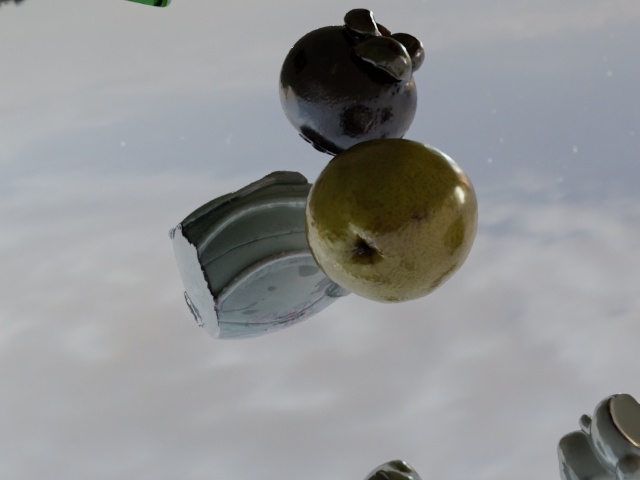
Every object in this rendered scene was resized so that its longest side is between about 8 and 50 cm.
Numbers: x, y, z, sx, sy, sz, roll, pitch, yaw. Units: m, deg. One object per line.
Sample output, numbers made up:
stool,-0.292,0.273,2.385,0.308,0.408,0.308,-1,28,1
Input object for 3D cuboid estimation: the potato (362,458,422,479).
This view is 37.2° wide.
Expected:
potato,0.131,0.480,1.637,0.160,0.178,0.235,13,-153,-11

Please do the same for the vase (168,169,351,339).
vase,0.000,0.000,1.509,0.445,0.250,0.250,-19,-160,-21

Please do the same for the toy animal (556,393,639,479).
toy animal,0.448,0.345,1.466,0.127,0.193,0.178,22,-153,-8

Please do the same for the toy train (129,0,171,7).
toy train,-0.289,-0.403,1.279,0.243,0.132,0.188,12,-149,-4

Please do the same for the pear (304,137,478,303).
pear,0.080,-0.025,1.130,0.209,0.209,0.209,-11,-161,4

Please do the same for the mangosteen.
mangosteen,0.042,-0.214,1.309,0.210,0.210,0.210,-11,-161,4
